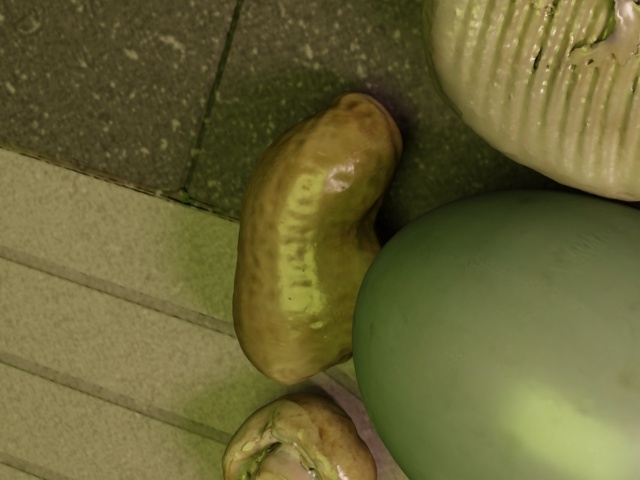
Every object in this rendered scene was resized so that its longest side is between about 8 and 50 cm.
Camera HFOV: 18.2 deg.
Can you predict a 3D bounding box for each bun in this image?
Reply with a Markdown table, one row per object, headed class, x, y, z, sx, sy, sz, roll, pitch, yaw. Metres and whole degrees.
| class | x | y | z | sx | sy | sz | roll | pitch | yaw |
| --- | --- | --- | --- | --- | --- | --- | --- | --- | --- |
| bun | 0.209 | -0.166 | 1.437 | 0.272 | 0.168 | 0.273 | 9 | 118 | 18 |

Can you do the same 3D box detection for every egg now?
| class | x | y | z | sx | sy | sz | roll | pitch | yaw |
| --- | --- | --- | --- | --- | --- | --- | --- | --- | --- |
| egg | 0.203 | 0.114 | 1.477 | 0.389 | 0.276 | 0.276 | 32 | 121 | 14 |

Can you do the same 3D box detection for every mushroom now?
| class | x | y | z | sx | sy | sz | roll | pitch | yaw |
| --- | --- | --- | --- | --- | --- | --- | --- | --- | --- |
| mushroom | -0.017 | 0.203 | 1.728 | 0.148 | 0.112 | 0.148 | 5 | 103 | 24 |

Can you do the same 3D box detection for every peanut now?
| class | x | y | z | sx | sy | sz | roll | pitch | yaw |
| --- | --- | --- | --- | --- | --- | --- | --- | --- | --- |
| peanut | 0.000 | 0.000 | 1.640 | 0.137 | 0.122 | 0.253 | 9 | 109 | 15 |
